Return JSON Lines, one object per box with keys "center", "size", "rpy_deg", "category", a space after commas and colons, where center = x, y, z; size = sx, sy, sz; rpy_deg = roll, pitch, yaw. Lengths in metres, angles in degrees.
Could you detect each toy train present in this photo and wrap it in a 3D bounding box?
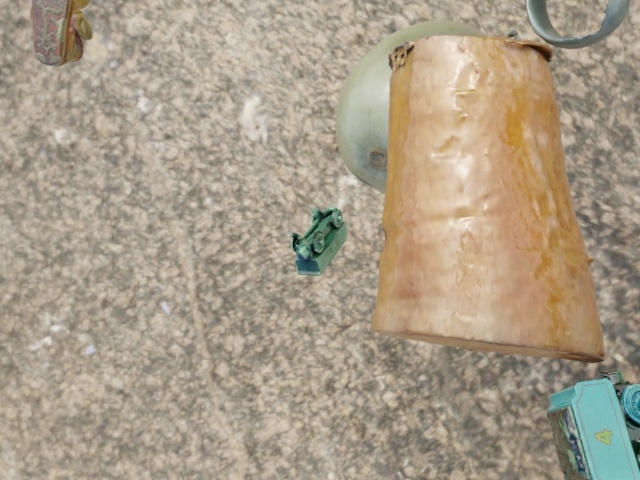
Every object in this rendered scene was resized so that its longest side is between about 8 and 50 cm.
{"center": [0.000, 0.000, 1.394], "size": [0.070, 0.172, 0.099], "rpy_deg": [1, 124, 30], "category": "toy train"}
{"center": [0.426, 0.291, 1.008], "size": [0.154, 0.107, 0.197], "rpy_deg": [-4, 68, -13], "category": "toy train"}

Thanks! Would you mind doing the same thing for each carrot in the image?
{"center": [0.140, -0.032, 0.572], "size": [0.196, 0.196, 0.254], "rpy_deg": [0, 81, 28], "category": "carrot"}

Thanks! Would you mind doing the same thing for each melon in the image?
{"center": [0.157, -0.189, 1.004], "size": [0.272, 0.308, 0.271], "rpy_deg": [7, 100, 44], "category": "melon"}

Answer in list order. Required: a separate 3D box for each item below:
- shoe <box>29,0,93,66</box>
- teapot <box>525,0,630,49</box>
{"center": [-0.306, -0.260, 0.801], "size": [0.072, 0.069, 0.109], "rpy_deg": [-3, 100, 12], "category": "shoe"}
{"center": [0.218, -0.271, 0.528], "size": [0.149, 0.162, 0.239], "rpy_deg": [33, 116, 59], "category": "teapot"}
